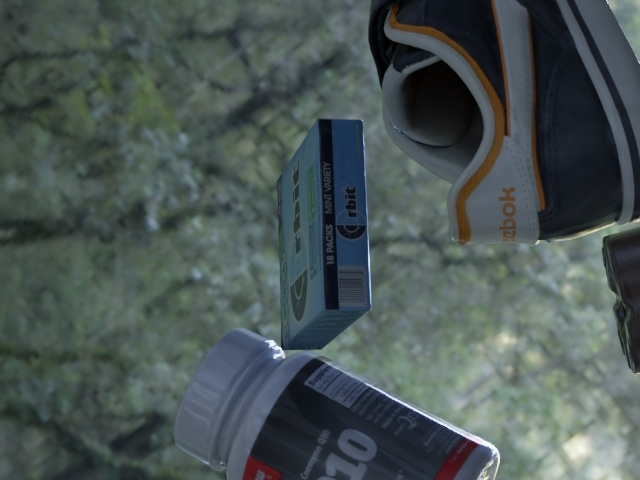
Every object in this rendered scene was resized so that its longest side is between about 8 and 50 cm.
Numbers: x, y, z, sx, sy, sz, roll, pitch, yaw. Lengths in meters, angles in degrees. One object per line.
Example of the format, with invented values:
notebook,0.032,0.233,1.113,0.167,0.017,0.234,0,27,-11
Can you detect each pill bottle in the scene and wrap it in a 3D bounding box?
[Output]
pill bottle,0.012,0.205,1.550,0.283,0.161,0.161,26,-9,17

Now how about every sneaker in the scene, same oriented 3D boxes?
sneaker,0.081,-0.137,0.912,0.126,0.127,0.321,79,-6,-54

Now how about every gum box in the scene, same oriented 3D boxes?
gum box,0.000,0.000,1.354,0.184,0.041,0.157,132,-42,-71

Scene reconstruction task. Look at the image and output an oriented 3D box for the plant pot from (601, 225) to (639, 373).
plant pot,0.339,0.039,1.420,0.167,0.165,0.167,-11,90,-85
